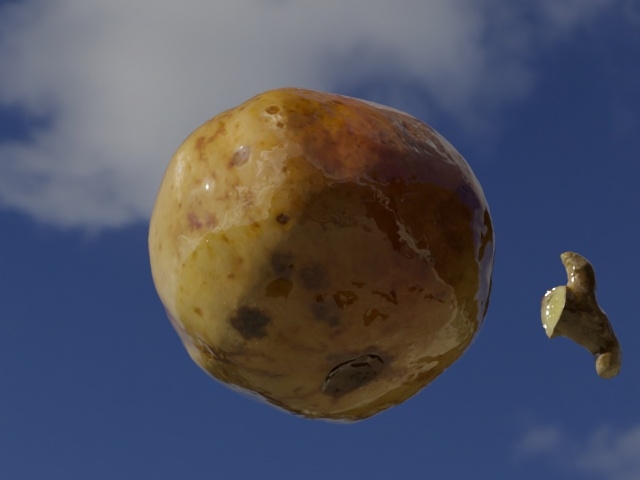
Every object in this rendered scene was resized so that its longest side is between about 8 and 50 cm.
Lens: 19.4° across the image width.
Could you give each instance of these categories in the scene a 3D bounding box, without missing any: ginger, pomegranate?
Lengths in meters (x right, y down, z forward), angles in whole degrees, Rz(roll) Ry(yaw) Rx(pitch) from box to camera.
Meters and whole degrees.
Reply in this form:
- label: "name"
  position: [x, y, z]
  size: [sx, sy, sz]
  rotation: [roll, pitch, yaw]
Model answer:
- label: "ginger"
  position: [0.181, 0.055, 1.331]
  size: [0.048, 0.097, 0.030]
  rotation: [-20, -17, 8]
- label: "pomegranate"
  position: [0.000, 0.000, 1.162]
  size: [0.215, 0.215, 0.215]
  rotation: [2, -33, 2]
